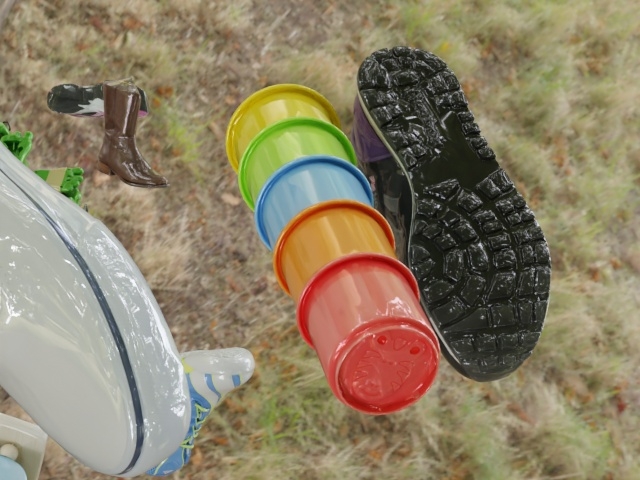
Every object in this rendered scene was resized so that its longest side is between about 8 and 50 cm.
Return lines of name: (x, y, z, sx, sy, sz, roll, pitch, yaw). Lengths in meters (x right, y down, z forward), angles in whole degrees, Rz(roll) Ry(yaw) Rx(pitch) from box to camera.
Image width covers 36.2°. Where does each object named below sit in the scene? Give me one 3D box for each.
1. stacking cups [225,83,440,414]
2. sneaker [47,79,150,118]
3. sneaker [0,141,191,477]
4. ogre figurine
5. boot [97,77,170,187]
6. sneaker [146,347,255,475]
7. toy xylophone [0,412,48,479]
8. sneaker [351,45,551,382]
stacking cups: (0.000, 0.000, 0.651, 0.096, 0.096, 0.316, 21, 25, -24)
sneaker: (-0.393, -0.251, 1.759, 0.178, 0.077, 0.072, 7, 89, -2)
sneaker: (-0.162, 0.004, 0.405, 0.258, 0.094, 0.091, 46, 38, 13)
ogre figurine: (-0.347, -0.055, 1.212, 0.197, 0.118, 0.097, 25, 52, 16)
boot: (-0.209, -0.123, 1.111, 0.037, 0.106, 0.114, -23, 128, -61)
sneaker: (-0.143, 0.187, 1.060, 0.091, 0.240, 0.126, -1, 78, -36)
toy xylophone: (-0.312, 0.241, 0.616, 0.236, 0.081, 0.322, 12, 48, -10)
sneaker: (0.094, -0.009, 0.775, 0.107, 0.124, 0.283, -6, 60, -13)
